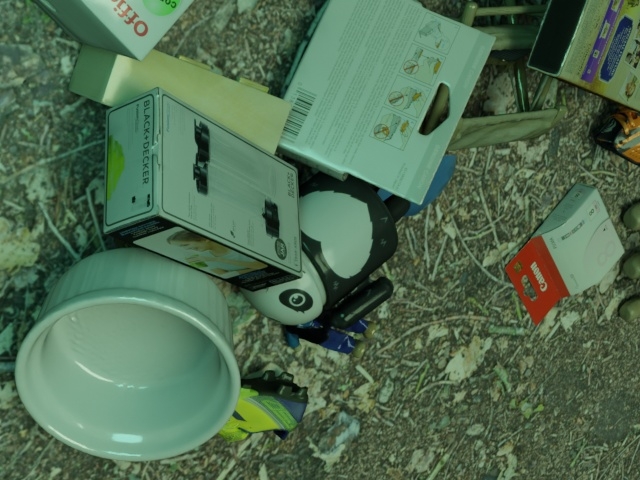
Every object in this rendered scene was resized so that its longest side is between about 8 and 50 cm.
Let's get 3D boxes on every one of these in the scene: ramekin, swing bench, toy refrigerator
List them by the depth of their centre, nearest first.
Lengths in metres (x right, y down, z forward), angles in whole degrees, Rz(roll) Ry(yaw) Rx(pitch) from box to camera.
[{"bbox_3d":[-0.240,0.142,1.321,0.277,0.135,0.277,-1,125,-1],"label":"ramekin"},{"bbox_3d":[-0.178,-0.192,1.342,0.269,0.102,0.094,17,95,-40],"label":"toy refrigerator"},{"bbox_3d":[0.257,-0.260,1.619,0.253,0.165,0.255,-12,113,-35],"label":"swing bench"}]

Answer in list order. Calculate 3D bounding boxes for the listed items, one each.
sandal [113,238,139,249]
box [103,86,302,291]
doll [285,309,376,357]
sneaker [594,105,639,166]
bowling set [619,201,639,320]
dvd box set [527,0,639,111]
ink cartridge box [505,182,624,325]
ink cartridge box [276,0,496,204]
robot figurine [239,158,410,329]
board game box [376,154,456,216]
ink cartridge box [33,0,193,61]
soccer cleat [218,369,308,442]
[{"bbox_3d":[-0.229,0.024,1.378,0.086,0.120,0.303,-13,115,-19],"label":"sandal"},{"bbox_3d":[-0.141,-0.055,1.292,0.290,0.087,0.169,26,54,-53],"label":"box"},{"bbox_3d":[0.001,0.127,1.635,0.189,0.046,0.129,21,102,-35],"label":"doll"},{"bbox_3d":[0.577,-0.265,1.896,0.180,0.124,0.321,-35,108,1],"label":"sneaker"},{"bbox_3d":[0.734,0.055,2.095,0.154,0.200,0.287,-22,123,-32],"label":"bowling set"},{"bbox_3d":[0.493,-0.375,1.627,0.420,0.062,0.308,3,109,-53],"label":"dvd box set"},{"bbox_3d":[0.474,0.035,1.971,0.232,0.066,0.189,-50,130,-18],"label":"ink cartridge box"},{"bbox_3d":[0.085,-0.212,1.455,0.060,0.239,0.275,88,26,-81],"label":"ink cartridge box"},{"bbox_3d":[0.002,0.001,1.505,0.278,0.209,0.173,-38,141,-22],"label":"robot figurine"},{"bbox_3d":[0.142,-0.096,1.663,0.168,0.033,0.133,-7,139,-44],"label":"board game box"},{"bbox_3d":[-0.226,-0.378,1.172,0.270,0.197,0.198,-53,129,-10],"label":"ink cartridge box"},{"bbox_3d":[-0.141,0.254,1.542,0.289,0.093,0.121,12,105,-40],"label":"soccer cleat"}]
